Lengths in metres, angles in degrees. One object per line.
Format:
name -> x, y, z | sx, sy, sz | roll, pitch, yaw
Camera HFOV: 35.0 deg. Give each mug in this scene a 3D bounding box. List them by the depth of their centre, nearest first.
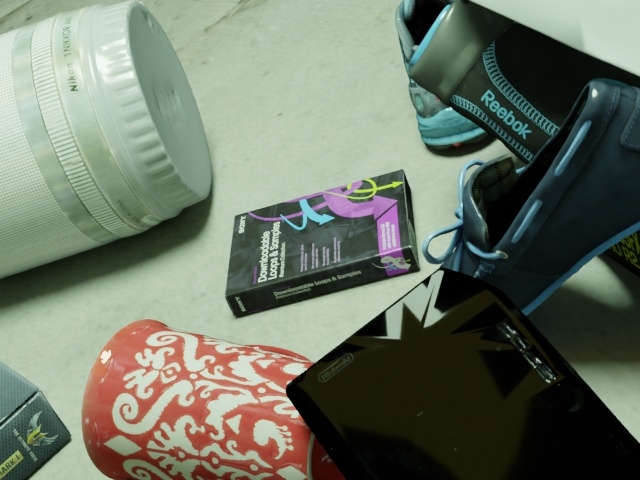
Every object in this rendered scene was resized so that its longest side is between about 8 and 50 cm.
mug -> -0.050, 0.107, 0.685 | 0.169, 0.113, 0.150 | 6, 46, 30

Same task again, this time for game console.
game console -> 0.005, 0.192, 0.534 | 0.361, 0.044, 0.213 | -38, 64, -3

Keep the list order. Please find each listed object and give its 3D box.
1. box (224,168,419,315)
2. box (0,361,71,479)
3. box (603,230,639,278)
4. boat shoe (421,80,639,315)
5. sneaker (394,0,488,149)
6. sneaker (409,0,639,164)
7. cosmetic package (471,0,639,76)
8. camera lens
box -> 0.000, 0.000, 0.865 | 0.162, 0.029, 0.116 | -17, 35, 12
box -> -0.338, 0.161, 0.818 | 0.233, 0.059, 0.183 | 19, 52, 44
box -> 0.317, -0.058, 0.676 | 0.270, 0.060, 0.216 | -23, 15, 1
boat shoe -> 0.131, -0.025, 0.658 | 0.258, 0.089, 0.109 | -50, 17, 46
sneaker -> 0.127, -0.205, 0.979 | 0.104, 0.125, 0.262 | -15, 36, 12
sneaker -> 0.211, -0.146, 0.851 | 0.139, 0.125, 0.341 | 48, 43, 14
cosmetic package -> 0.198, -0.158, 0.679 | 0.239, 0.060, 0.099 | 25, 28, 4
camera lens -> -0.268, -0.090, 0.972 | 0.274, 0.219, 0.219 | -17, 35, 8
